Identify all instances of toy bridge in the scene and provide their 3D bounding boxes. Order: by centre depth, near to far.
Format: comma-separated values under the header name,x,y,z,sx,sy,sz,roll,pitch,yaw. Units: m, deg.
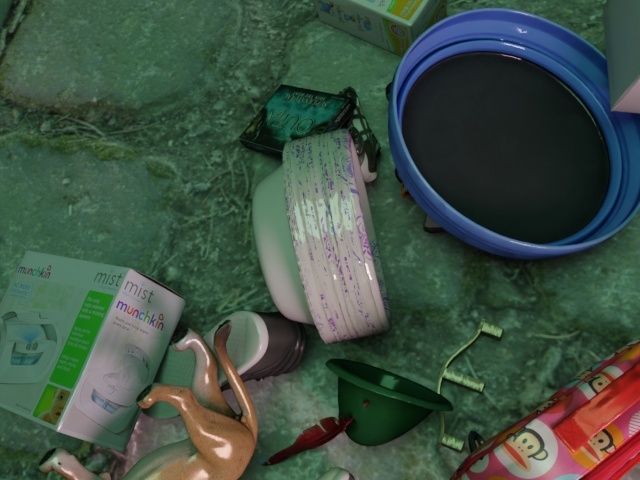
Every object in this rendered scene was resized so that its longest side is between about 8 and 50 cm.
name,x,y,z,sx,sy,sz,roll,pitch,yaw
toy bridge,0.198,0.195,1.031,0.063,0.026,0.188,18,74,19

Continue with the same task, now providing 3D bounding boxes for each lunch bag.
name,x,y,z,sx,sy,sz,roll,pitch,yaw
lunch bag,0.292,0.222,0.838,0.293,0.258,0.120,-24,63,-29

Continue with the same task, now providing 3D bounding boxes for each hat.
name,x,y,z,sx,sy,sz,roll,pitch,yaw
hat,0.057,0.269,0.985,0.173,0.208,0.183,19,89,-22

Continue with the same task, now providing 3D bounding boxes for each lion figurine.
name,x,y,z,sx,sy,sz,roll,pitch,yaw
lion figurine,-0.193,0.301,0.916,0.392,0.142,0.240,-41,107,-2

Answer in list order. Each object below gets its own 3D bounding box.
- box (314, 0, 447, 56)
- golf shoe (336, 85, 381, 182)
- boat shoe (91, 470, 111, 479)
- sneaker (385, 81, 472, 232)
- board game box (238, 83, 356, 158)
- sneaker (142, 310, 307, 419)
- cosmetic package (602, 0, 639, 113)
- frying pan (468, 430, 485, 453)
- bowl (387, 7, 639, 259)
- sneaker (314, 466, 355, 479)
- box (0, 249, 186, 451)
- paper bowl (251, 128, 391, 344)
name,x,y,z,sx,sy,sz,roll,pitch,yaw
box,0.101,-0.409,1.250,0.203,0.103,0.114,30,78,21
golf shoe,0.049,-0.167,1.188,0.077,0.094,0.198,-29,39,25
boat shoe,-0.331,0.398,1.045,0.043,0.049,0.137,-3,66,13
sneaker,0.154,-0.134,1.135,0.108,0.100,0.271,-25,66,6
board game box,-0.042,-0.189,1.187,0.186,0.026,0.126,23,72,49
sneaker,-0.140,0.184,1.070,0.296,0.147,0.104,-31,67,32
cosmetic package,0.604,-0.281,1.029,0.365,0.155,0.197,6,69,0
frying pan,0.228,0.410,0.873,0.197,0.053,0.326,-25,69,-42
bowl,0.280,-0.154,1.060,0.391,0.077,0.391,5,67,-11
sneaker,-0.084,0.387,0.973,0.292,0.110,0.118,-38,56,-4
box,-0.355,0.151,1.065,0.262,0.127,0.231,7,69,39
paper bowl,0.000,0.000,1.009,0.148,0.284,0.284,-13,67,7
